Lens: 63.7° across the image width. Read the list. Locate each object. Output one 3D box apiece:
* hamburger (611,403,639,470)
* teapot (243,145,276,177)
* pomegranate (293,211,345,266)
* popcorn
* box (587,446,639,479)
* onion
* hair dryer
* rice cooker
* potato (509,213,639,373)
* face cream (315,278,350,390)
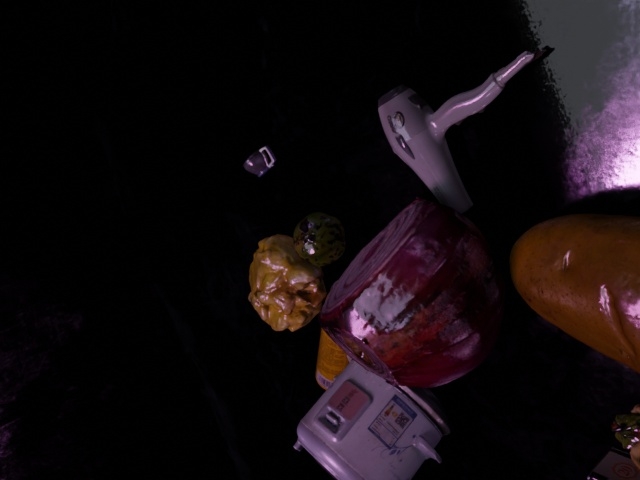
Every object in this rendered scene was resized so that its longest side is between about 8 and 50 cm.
[{"bbox_3d":[0.482,0.260,0.614,0.183,0.130,0.206,37,164,-2],"label":"hamburger"},{"bbox_3d":[-0.148,-0.198,1.296,0.057,0.066,0.088,47,124,-6],"label":"teapot"},{"bbox_3d":[0.000,0.000,1.168,0.122,0.122,0.161,61,-179,7],"label":"pomegranate"},{"bbox_3d":[-0.071,0.100,1.262,0.266,0.192,0.233,2,93,57],"label":"popcorn"},{"bbox_3d":[0.536,0.439,0.692,0.310,0.084,0.198,10,119,52],"label":"box"},{"bbox_3d":[0.162,0.109,0.839,0.260,0.282,0.337,43,149,0],"label":"onion"},{"bbox_3d":[0.225,-0.145,0.790,0.267,0.092,0.229,-1,117,45],"label":"hair dryer"},{"bbox_3d":[0.114,0.380,1.074,0.316,0.317,0.264,17,149,50],"label":"rice cooker"},{"bbox_3d":[0.389,0.068,0.619,0.195,0.176,0.369,36,175,-36],"label":"potato"},{"bbox_3d":[0.052,0.216,1.222,0.105,0.105,0.349,39,139,35],"label":"face cream"}]
